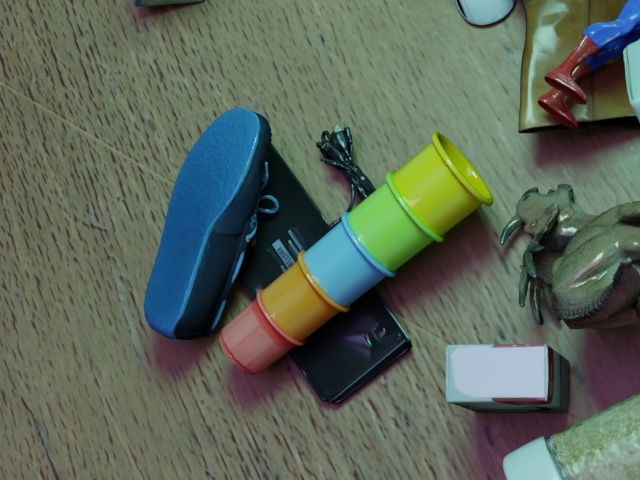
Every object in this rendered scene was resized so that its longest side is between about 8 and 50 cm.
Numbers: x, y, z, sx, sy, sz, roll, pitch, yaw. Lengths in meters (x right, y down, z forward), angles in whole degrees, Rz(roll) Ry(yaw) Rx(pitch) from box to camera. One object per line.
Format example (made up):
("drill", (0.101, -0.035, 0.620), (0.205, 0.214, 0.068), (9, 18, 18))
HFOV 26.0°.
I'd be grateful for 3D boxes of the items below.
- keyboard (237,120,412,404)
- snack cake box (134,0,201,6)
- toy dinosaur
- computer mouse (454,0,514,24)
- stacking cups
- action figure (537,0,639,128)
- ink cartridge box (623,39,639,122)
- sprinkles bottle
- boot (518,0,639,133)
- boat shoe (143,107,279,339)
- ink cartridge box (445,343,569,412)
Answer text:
("keyboard", (0.000, 0.000, 1.508), (0.201, 0.033, 0.317), (-40, 68, 12))
("snack cake box", (-0.189, -0.426, 1.614), (0.089, 0.152, 0.264), (-6, 72, -4))
("toy dinosaur", (0.260, 0.030, 1.309), (0.200, 0.296, 0.127), (-12, 102, 18))
("computer mouse", (0.164, -0.331, 1.533), (0.106, 0.042, 0.193), (-21, 70, 12))
("stacking cups", (0.029, 0.021, 1.435), (0.316, 0.096, 0.096), (-39, 66, 17))
("action figure", (0.353, -0.213, 1.372), (0.139, 0.091, 0.280), (36, 75, 11))
("ink cartridge box", (0.409, -0.062, 1.156), (0.211, 0.289, 0.121), (-23, 24, 21))
("sprinkles bottle", (0.350, 0.176, 1.289), (0.355, 0.121, 0.121), (-29, 68, 9))
("boot", (0.210, -0.243, 1.451), (0.264, 0.096, 0.280), (2, 78, -10))
("boat shoe", (-0.115, -0.018, 1.503), (0.109, 0.089, 0.258), (31, 98, 39))
("ink cartridge box", (0.185, 0.136, 1.350), (0.099, 0.135, 0.056), (-3, 78, 19))
